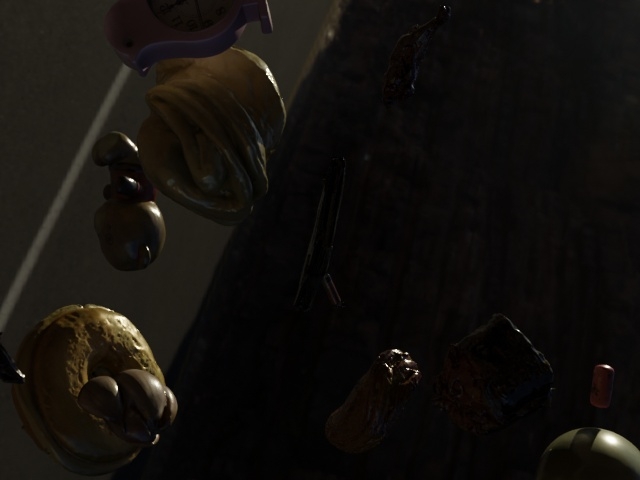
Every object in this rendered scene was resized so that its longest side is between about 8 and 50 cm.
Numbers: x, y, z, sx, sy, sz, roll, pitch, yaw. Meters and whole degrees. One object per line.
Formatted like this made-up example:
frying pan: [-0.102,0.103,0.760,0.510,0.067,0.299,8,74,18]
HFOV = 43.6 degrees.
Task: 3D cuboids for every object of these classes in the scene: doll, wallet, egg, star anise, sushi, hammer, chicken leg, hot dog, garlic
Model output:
doll: [-0.452,-0.091,1.903,0.235,0.174,0.329,4,-85,59]
wallet: [0.001,0.000,1.393,0.317,0.044,0.169,106,-4,-64]
egg: [0.506,0.462,1.478,0.269,0.219,0.219,-41,144,-59]
star anise: [-0.713,0.210,1.595,0.102,0.272,0.272,-43,170,-4]
sushi: [0.329,0.278,1.524,0.182,0.196,0.343,-41,158,-11]
hammer: [0.549,0.284,1.558,0.043,0.043,0.083,-4,99,-84]
chicken leg: [0.168,-0.335,1.457,0.089,0.048,0.219,53,-54,41]
hot dog: [0.112,0.353,1.705,0.196,0.122,0.272,-39,164,-51]
garlic: [-0.434,0.372,1.840,0.160,0.191,0.214,-53,136,-22]

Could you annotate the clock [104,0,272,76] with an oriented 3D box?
clock: [-0.256,-0.445,1.362,0.080,0.275,0.290,88,-22,-83]

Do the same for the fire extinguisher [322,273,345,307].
fire extinguisher: [0.027,0.109,1.686,0.083,0.028,0.022,65,-8,-17]

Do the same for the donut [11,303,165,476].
donut: [-0.594,0.382,2.073,0.449,0.198,0.448,29,51,-43]

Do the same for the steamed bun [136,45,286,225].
steamed bun: [-0.235,-0.218,1.543,0.230,0.325,0.372,4,90,-51]
